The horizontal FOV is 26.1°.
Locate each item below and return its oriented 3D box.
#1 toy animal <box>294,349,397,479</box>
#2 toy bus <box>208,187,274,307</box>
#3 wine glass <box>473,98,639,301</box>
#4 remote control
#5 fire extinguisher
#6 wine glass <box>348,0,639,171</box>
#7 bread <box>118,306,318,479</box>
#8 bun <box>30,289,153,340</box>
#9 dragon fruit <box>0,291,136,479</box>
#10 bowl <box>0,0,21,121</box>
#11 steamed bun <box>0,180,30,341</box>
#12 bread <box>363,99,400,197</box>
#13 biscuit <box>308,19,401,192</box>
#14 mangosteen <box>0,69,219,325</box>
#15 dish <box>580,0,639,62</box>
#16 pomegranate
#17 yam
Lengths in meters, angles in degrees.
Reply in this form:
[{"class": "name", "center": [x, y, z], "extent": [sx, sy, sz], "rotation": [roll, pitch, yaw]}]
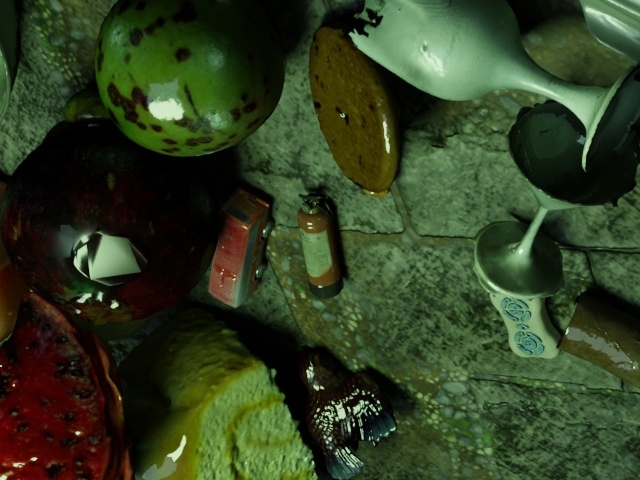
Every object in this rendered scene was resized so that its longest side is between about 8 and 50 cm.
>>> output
[{"class": "toy animal", "center": [0.015, 0.253, 2.051], "extent": [0.179, 0.116, 0.218], "rotation": [51, 145, -17]}, {"class": "toy bus", "center": [-0.116, 0.013, 1.945], "extent": [0.065, 0.077, 0.192], "rotation": [29, 139, 15]}, {"class": "wine glass", "center": [0.256, -0.036, 1.573], "extent": [0.156, 0.156, 0.232], "rotation": [30, 145, 10]}, {"class": "remote control", "center": [0.266, 0.103, 1.781], "extent": [0.074, 0.032, 0.122], "rotation": [-1, 126, 38]}, {"class": "fire extinguisher", "center": [0.000, 0.000, 1.866], "extent": [0.062, 0.050, 0.177], "rotation": [32, 145, 37]}, {"class": "wine glass", "center": [0.188, -0.194, 1.452], "extent": [0.321, 0.143, 0.143], "rotation": [31, 142, 24]}, {"class": "bread", "center": [-0.172, 0.333, 2.106], "extent": [0.239, 0.264, 0.395], "rotation": [30, 147, 46]}, {"class": "bun", "center": [-0.321, 0.040, 2.027], "extent": [0.237, 0.210, 0.116], "rotation": [63, 142, 39]}, {"class": "dragon fruit", "center": [-0.321, 0.259, 1.931], "extent": [0.228, 0.286, 0.329], "rotation": [6, 152, 11]}, {"class": "bowl", "center": [-0.515, -0.315, 1.860], "extent": [0.337, 0.157, 0.337], "rotation": [20, 139, 19]}, {"class": "steamed bun", "center": [-0.594, 0.022, 2.184], "extent": [0.379, 0.235, 0.248], "rotation": [25, 134, 13]}, {"class": "bread", "center": [0.071, -0.118, 1.699], "extent": [0.157, 0.044, 0.052], "rotation": [92, 154, -46]}, {"class": "biscuit", "center": [0.041, -0.157, 1.616], "extent": [0.212, 0.036, 0.212], "rotation": [54, 155, 41]}, {"class": "mangosteen", "center": [-0.279, -0.040, 1.835], "extent": [0.311, 0.311, 0.311], "rotation": [21, 138, 20]}, {"class": "dish", "center": [0.329, -0.264, 1.352], "extent": [0.154, 0.064, 0.234], "rotation": [29, 142, 9]}, {"class": "pomegranate", "center": [-0.148, -0.240, 1.599], "extent": [0.242, 0.242, 0.306], "rotation": [24, 134, 16]}, {"class": "yam", "center": [0.361, 0.124, 1.699], "extent": [0.127, 0.084, 0.084], "rotation": [25, 139, 9]}]
